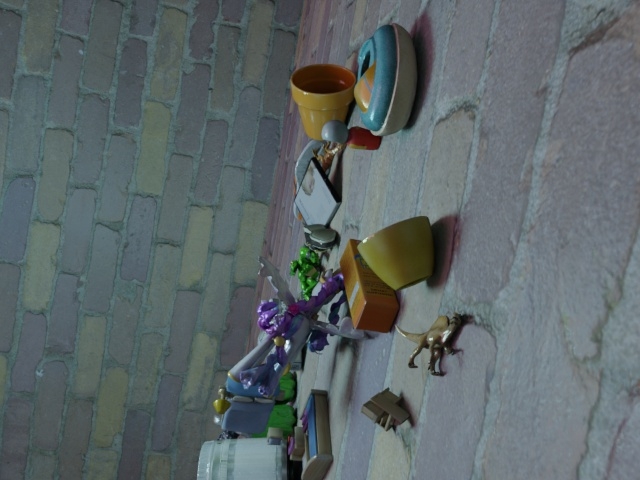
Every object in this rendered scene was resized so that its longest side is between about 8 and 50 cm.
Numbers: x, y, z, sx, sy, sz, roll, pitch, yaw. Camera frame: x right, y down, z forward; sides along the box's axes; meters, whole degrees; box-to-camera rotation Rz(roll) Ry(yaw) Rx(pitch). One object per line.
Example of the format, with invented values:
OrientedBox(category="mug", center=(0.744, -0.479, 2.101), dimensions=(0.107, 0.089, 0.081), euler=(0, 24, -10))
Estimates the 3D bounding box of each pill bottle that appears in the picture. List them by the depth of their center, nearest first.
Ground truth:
OrientedBox(category="pill bottle", center=(-0.156, 0.257, 1.999), dimensions=(0.078, 0.137, 0.078), euler=(180, 90, -83))

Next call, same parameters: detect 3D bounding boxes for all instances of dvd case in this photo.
OrientedBox(category="dvd case", center=(-0.016, -0.131, 1.747), dimensions=(0.180, 0.022, 0.253), euler=(61, 152, 19))

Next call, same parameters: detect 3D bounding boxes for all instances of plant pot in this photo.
OrientedBox(category="plant pot", center=(0.143, 0.030, 0.910), dimensions=(0.095, 0.134, 0.134), euler=(68, 158, 14))
OrientedBox(category="plant pot", center=(0.010, -0.433, 1.695), dimensions=(0.205, 0.205, 0.188), euler=(-94, 3, -46))

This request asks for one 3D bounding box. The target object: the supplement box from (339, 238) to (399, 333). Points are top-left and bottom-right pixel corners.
OrientedBox(category="supplement box", center=(0.099, 0.090, 1.132), dimensions=(0.233, 0.078, 0.080), euler=(-102, 25, -58))

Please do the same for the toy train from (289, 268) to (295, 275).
OrientedBox(category="toy train", center=(-0.110, 0.116, 2.186), dimensions=(0.017, 0.023, 0.083), euler=(-94, 18, -47))

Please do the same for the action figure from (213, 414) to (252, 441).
OrientedBox(category="action figure", center=(-0.291, 0.730, 2.054), dimensions=(0.341, 0.178, 0.330), euler=(-49, -31, -17))

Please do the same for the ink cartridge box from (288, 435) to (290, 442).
OrientedBox(category="ink cartridge box", center=(-0.167, 0.750, 1.902), dimensions=(0.239, 0.060, 0.275), euler=(-176, 95, -79))

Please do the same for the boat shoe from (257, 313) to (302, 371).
OrientedBox(category="boat shoe", center=(-0.143, 0.341, 1.914), dimensions=(0.367, 0.135, 0.157), euler=(-161, 81, -75))

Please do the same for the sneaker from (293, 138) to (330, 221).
OrientedBox(category="sneaker", center=(-0.049, -0.243, 1.936), dimensions=(0.180, 0.124, 0.321), euler=(-103, 25, -58))

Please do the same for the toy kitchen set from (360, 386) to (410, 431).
OrientedBox(category="toy kitchen set", center=(0.115, 0.319, 0.931), dimensions=(0.068, 0.083, 0.075), euler=(29, 116, 32))

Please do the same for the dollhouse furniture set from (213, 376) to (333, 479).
OrientedBox(category="dollhouse furniture set", center=(-0.149, 0.534, 1.406), dimensions=(0.198, 0.303, 0.286), euler=(-95, 19, -51))

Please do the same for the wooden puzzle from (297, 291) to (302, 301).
OrientedBox(category="wooden puzzle", center=(-0.077, 0.226, 1.996), dimensions=(0.083, 0.006, 0.049), euler=(-104, 26, -61))

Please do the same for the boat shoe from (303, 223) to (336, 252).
OrientedBox(category="boat shoe", center=(0.000, 0.000, 1.660), dimensions=(0.228, 0.081, 0.069), euler=(-138, 41, -72))

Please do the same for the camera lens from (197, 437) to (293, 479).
OrientedBox(category="camera lens", center=(-0.219, 0.713, 1.596), dimensions=(0.219, 0.274, 0.220), euler=(179, 90, -86))

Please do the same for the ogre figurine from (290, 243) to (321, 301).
OrientedBox(category="ogre figurine", center=(-0.042, 0.101, 1.743), dimensions=(0.118, 0.096, 0.197), euler=(-121, 11, -51))

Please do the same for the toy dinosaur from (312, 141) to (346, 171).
OrientedBox(category="toy dinosaur", center=(0.018, -0.257, 1.737), dimensions=(0.112, 0.064, 0.212), euler=(61, 143, 33))

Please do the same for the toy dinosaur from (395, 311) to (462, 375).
OrientedBox(category="toy dinosaur", center=(0.175, 0.163, 0.839), dimensions=(0.183, 0.053, 0.093), euler=(-39, 28, 61))

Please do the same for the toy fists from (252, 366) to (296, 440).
OrientedBox(category="toy fists", center=(-0.154, 0.559, 1.800), dimensions=(0.096, 0.142, 0.279), euler=(89, 178, -45))

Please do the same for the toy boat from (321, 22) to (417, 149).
OrientedBox(category="toy boat", center=(0.109, -0.320, 1.220), dimensions=(0.318, 0.148, 0.268), euler=(119, 157, -56))

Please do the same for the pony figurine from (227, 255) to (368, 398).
OrientedBox(category="pony figurine", center=(-0.062, 0.202, 1.281), dimensions=(0.363, 0.302, 0.351), euler=(-52, -7, -1))
